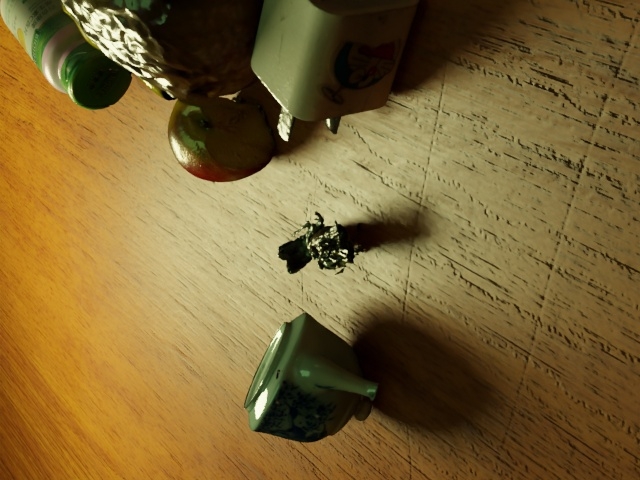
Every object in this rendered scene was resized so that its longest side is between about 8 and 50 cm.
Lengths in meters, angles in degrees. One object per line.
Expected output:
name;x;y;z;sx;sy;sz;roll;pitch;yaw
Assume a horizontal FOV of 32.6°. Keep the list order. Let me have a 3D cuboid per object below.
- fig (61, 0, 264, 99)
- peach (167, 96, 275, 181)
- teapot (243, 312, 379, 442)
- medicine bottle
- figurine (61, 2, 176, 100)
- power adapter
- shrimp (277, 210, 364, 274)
fig;-0.222;-0.289;1.257;0.369;0.286;0.286;-6;100;19
peach;-0.139;-0.136;1.425;0.118;0.151;0.151;-40;69;43
teapot;-0.005;0.184;1.351;0.232;0.159;0.159;131;119;-69
medicine bottle;-0.407;-0.324;1.766;0.274;0.133;0.133;47;140;36
figurine;-0.267;-0.379;1.486;0.218;0.169;0.326;-120;33;-52
power adapter;0.005;-0.191;1.158;0.125;0.130;0.204;52;143;33
shrimp;0.003;-0.003;1.302;0.082;0.076;0.174;52;160;-11
